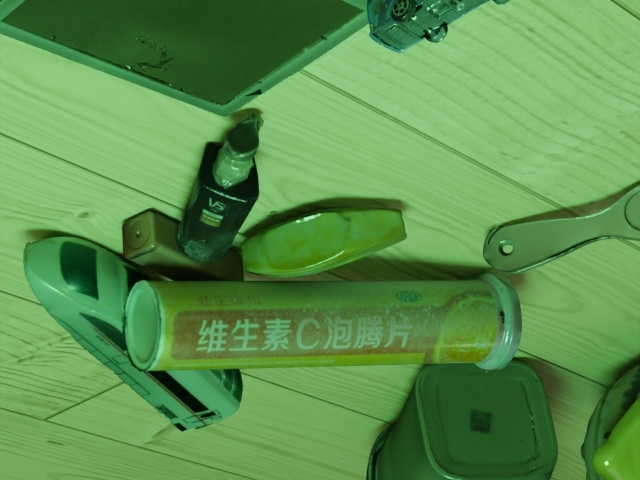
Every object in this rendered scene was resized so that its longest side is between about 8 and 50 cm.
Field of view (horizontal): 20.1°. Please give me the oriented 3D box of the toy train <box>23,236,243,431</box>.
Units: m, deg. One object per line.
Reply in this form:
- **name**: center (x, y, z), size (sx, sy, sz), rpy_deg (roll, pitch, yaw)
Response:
- **toy train**: center (-0.193, 0.096, 1.942), size (0.088, 0.086, 0.407), rpy_deg (-13, 152, 15)

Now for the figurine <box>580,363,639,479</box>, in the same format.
- **figurine**: center (0.489, 0.226, 2.297), size (0.361, 0.266, 0.378), rpy_deg (-33, -174, -2)

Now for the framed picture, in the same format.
- **framed picture**: center (-0.111, -0.190, 1.482), size (0.273, 0.016, 0.216), rpy_deg (20, 142, -41)

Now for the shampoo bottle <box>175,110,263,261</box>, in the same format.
- **shampoo bottle**: center (-0.092, -0.049, 1.716), size (0.057, 0.063, 0.208), rpy_deg (11, 152, -11)

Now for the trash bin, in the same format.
- **trash bin**: center (0.184, 0.285, 2.263), size (0.220, 0.219, 0.250), rpy_deg (-3, 146, -11)

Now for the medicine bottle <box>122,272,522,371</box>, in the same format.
- **medicine bottle**: center (0.007, 0.090, 1.891), size (0.426, 0.108, 0.108), rpy_deg (0, 153, -28)

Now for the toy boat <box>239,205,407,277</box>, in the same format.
- **toy boat**: center (0.000, 0.000, 1.828), size (0.172, 0.065, 0.066), rpy_deg (-13, 175, 14)

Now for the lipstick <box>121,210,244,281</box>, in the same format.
- **lipstick**: center (-0.140, 0.015, 1.844), size (0.045, 0.045, 0.145), rpy_deg (-24, 149, 28)

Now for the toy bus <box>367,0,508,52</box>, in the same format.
- **toy bus**: center (0.105, -0.208, 1.444), size (0.153, 0.061, 0.051), rpy_deg (-28, 145, 33)

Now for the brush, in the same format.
- **brush**: center (0.319, -0.018, 1.863), size (0.313, 0.072, 0.067), rpy_deg (-16, 165, 21)
